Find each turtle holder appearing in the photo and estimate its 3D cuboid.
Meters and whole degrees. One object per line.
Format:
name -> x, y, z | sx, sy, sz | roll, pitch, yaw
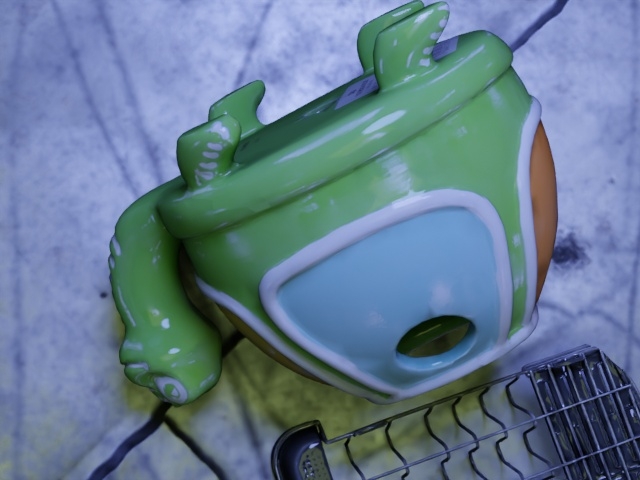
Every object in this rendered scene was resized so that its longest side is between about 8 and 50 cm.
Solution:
turtle holder -> 0.011, -0.002, 0.833 | 0.320, 0.243, 0.227 | -31, 102, -15

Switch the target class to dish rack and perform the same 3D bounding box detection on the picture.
dish rack -> 0.120, 0.198, 0.894 | 0.271, 0.074, 0.208 | -18, 85, -6
